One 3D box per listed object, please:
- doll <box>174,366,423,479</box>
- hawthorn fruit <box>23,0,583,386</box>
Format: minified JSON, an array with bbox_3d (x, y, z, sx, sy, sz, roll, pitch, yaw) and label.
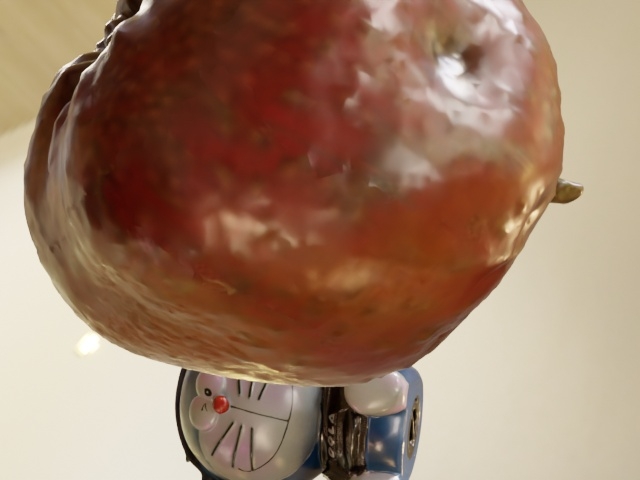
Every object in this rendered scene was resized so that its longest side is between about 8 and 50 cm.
[{"bbox_3d":[-0.033,0.209,1.963,0.310,0.240,0.284,7,-89,15],"label":"doll"},{"bbox_3d":[0.000,-0.050,0.844,0.275,0.300,0.275,-168,-90,-79],"label":"hawthorn fruit"}]
